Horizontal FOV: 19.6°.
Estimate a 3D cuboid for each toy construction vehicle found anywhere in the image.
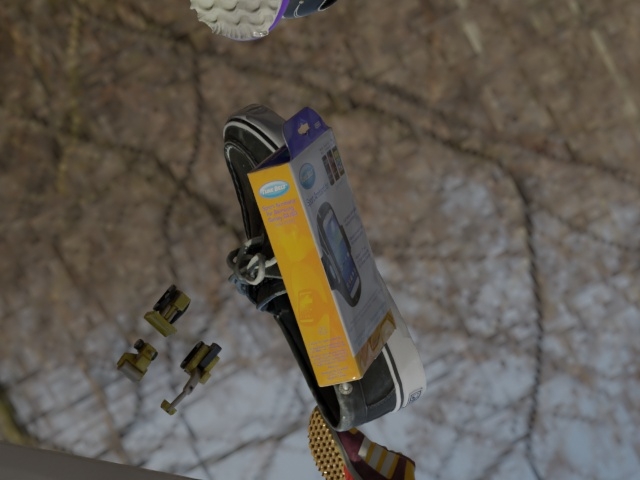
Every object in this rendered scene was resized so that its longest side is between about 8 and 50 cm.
[{"bbox_3d":[-0.139,0.105,1.760,0.098,0.086,0.035,-50,-159,-15],"label":"toy construction vehicle"}]

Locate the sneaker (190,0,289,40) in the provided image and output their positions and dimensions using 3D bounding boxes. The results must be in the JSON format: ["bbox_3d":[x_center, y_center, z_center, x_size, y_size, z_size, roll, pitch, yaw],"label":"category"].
[{"bbox_3d":[-0.044,-0.307,1.441,0.102,0.293,0.146,5,-162,27],"label":"sneaker"}]

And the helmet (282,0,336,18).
[{"bbox_3d":[-0.045,-0.371,2.445,0.169,0.169,0.161,-29,172,-8],"label":"helmet"}]

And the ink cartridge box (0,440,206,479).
[{"bbox_3d":[-0.232,0.333,1.581,0.395,0.285,0.166,110,-10,-57],"label":"ink cartridge box"}]

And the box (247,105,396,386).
[{"bbox_3d":[0.000,0.000,0.976,0.028,0.136,0.081,-16,-169,20],"label":"box"}]

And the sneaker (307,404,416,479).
[{"bbox_3d":[0.057,0.253,2.056,0.084,0.185,0.069,-17,148,-29],"label":"sneaker"}]

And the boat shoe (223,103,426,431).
[{"bbox_3d":[-0.025,0.024,1.619,0.105,0.306,0.113,-23,170,-24],"label":"boat shoe"}]
